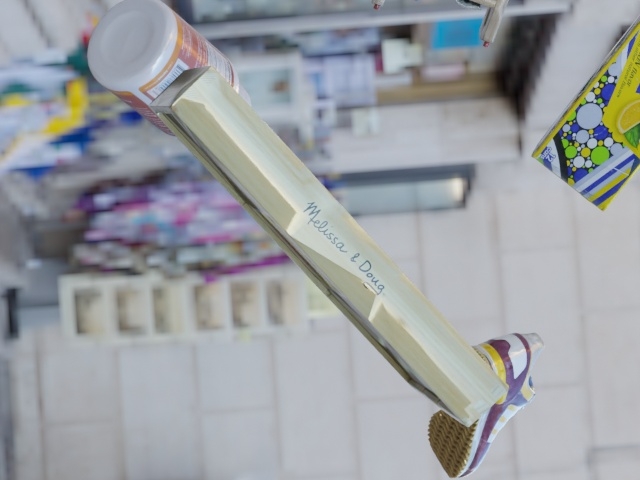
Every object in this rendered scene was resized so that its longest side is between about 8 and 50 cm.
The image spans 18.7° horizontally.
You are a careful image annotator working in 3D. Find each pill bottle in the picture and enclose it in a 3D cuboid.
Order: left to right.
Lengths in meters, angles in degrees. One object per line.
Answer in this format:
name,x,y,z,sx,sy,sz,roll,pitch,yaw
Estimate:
pill bottle,-0.174,-0.194,2.329,0.216,0.121,0.121,38,42,-54

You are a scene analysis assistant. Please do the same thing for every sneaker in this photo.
sneaker,0.162,0.159,1.845,0.070,0.083,0.185,58,-30,29

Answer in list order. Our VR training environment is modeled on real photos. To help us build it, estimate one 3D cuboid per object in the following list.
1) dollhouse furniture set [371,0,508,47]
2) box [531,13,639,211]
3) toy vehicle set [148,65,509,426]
dollhouse furniture set,0.132,-0.290,1.984,0.184,0.129,0.129,-83,-168,-75
box,0.205,-0.103,1.198,0.169,0.059,0.054,-52,180,16
toy vehicle set,0.000,0.000,1.222,0.267,0.035,0.166,47,-4,-10
